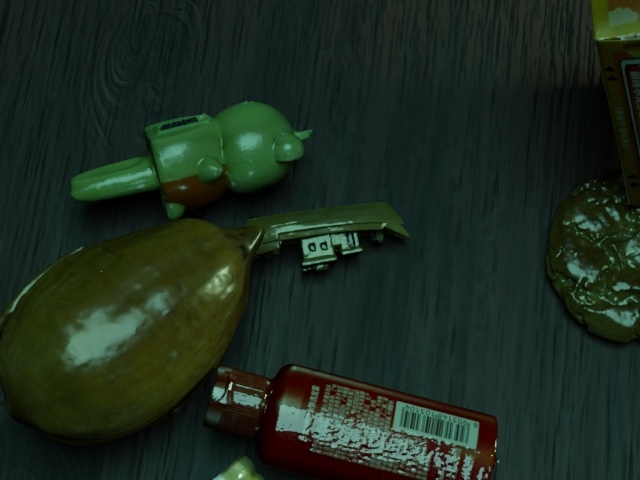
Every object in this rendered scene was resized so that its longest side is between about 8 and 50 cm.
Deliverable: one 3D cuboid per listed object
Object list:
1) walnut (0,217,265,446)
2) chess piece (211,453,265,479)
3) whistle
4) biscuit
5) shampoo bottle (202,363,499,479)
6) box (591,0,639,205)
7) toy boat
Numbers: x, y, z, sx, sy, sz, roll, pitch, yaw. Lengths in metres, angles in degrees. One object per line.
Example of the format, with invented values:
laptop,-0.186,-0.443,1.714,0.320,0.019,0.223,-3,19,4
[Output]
walnut,-0.192,0.087,1.506,0.336,0.209,0.209,-35,73,-12
chess piece,-0.049,0.329,1.483,0.090,0.090,0.200,-40,84,-15
whistle,-0.146,-0.089,1.620,0.288,0.131,0.106,-16,112,-9
biscuit,0.369,0.015,1.631,0.225,0.042,0.226,1,67,-2
shampoo bottle,0.033,0.207,1.508,0.314,0.076,0.118,14,71,-3
box,0.440,-0.210,1.540,0.259,0.283,0.214,-10,50,15
toy boat,0.000,0.000,1.618,0.206,0.064,0.072,-7,83,-4
